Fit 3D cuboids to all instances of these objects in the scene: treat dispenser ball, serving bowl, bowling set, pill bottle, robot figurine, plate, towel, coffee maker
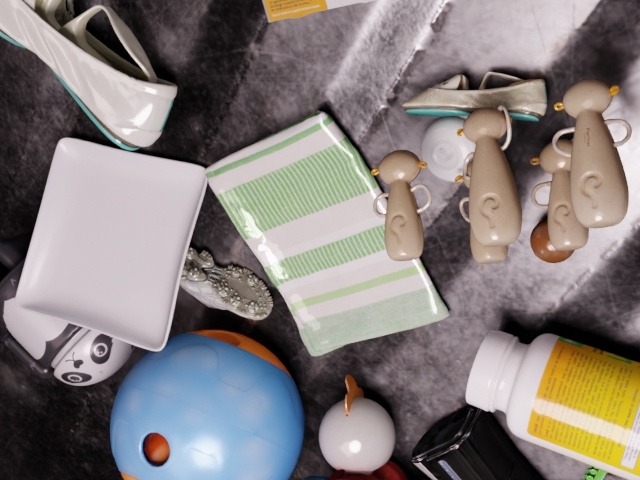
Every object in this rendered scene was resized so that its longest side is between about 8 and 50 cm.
[{"bbox_3d":[-0.167,0.277,1.293,0.288,0.288,0.288,15,123,24],"label":"treat dispenser ball"},{"bbox_3d":[0.157,-0.106,1.045,0.083,0.027,0.083,15,122,25],"label":"serving bowl"},{"bbox_3d":[0.217,-0.058,0.977,0.287,0.200,0.154,-10,75,27],"label":"bowling set"},{"bbox_3d":[0.311,0.194,1.053,0.246,0.136,0.136,18,124,22],"label":"pill bottle"},{"bbox_3d":[-0.432,0.114,1.431,0.278,0.173,0.209,44,151,2],"label":"robot figurine"},{"bbox_3d":[-0.310,0.001,1.305,0.277,0.045,0.278,13,88,22],"label":"plate"},{"bbox_3d":[0.000,0.000,1.196,0.248,0.038,0.325,-21,104,37],"label":"towel"},{"bbox_3d":[0.241,0.320,1.198,0.171,0.120,0.178,-37,96,16],"label":"coffee maker"}]

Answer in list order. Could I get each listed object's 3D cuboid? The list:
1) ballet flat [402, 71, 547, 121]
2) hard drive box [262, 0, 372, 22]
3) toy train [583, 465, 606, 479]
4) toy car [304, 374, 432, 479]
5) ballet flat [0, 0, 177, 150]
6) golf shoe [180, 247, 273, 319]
[{"bbox_3d":[0.178,-0.167,0.992,0.168,0.057,0.052,7,92,24],"label":"ballet flat"},{"bbox_3d":[0.002,-0.376,0.945,0.181,0.089,0.232,-4,114,32],"label":"hard drive box"},{"bbox_3d":[0.375,0.303,1.156,0.024,0.017,0.083,19,125,9],"label":"toy train"},{"bbox_3d":[0.062,0.316,1.279,0.219,0.210,0.238,-2,86,18],"label":"toy car"},{"bbox_3d":[-0.356,-0.299,1.198,0.400,0.139,0.139,42,130,-2],"label":"ballet flat"},{"bbox_3d":[-0.148,0.077,1.325,0.176,0.069,0.086,30,148,17],"label":"golf shoe"}]
